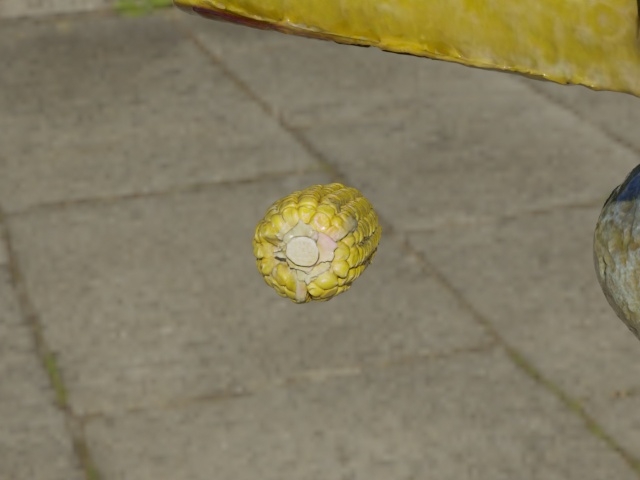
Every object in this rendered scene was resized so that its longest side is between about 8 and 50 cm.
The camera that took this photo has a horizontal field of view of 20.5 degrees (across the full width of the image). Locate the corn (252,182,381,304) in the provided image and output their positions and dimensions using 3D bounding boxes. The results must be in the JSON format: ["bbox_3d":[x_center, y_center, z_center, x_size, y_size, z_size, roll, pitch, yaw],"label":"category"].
[{"bbox_3d":[0.000,0.000,1.247,0.080,0.080,0.238,-1,2,7],"label":"corn"}]

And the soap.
[{"bbox_3d":[0.070,-0.251,0.918,0.339,0.304,0.169,15,25,35],"label":"soap"}]

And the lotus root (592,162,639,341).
[{"bbox_3d":[0.335,0.032,1.289,0.175,0.175,0.350,-19,30,-37],"label":"lotus root"}]
